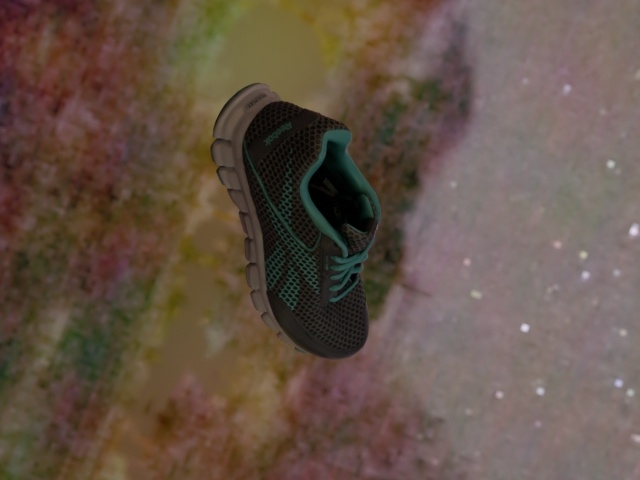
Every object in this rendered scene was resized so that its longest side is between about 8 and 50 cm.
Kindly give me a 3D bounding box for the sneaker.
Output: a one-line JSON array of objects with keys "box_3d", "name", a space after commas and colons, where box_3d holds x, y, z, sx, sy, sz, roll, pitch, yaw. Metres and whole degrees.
[{"box_3d": [0.000, 0.000, 0.757, 0.065, 0.076, 0.166, -44, 129, -30], "name": "sneaker"}]
